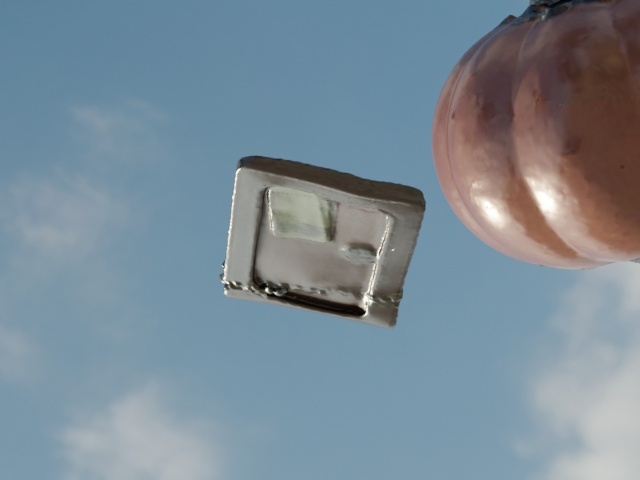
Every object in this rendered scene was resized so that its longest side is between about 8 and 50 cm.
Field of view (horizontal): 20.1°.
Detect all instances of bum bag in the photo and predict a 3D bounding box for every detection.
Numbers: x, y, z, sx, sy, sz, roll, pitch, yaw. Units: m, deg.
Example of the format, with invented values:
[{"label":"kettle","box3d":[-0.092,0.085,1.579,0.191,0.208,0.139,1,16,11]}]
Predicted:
[{"label":"bum bag","box3d":[0.000,0.000,1.021,0.159,0.109,0.026,102,180,-61]}]

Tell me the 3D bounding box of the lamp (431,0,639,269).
[{"label":"lamp","box3d":[0.226,-0.108,1.325,0.305,0.305,0.240,-18,-85,-38]}]
